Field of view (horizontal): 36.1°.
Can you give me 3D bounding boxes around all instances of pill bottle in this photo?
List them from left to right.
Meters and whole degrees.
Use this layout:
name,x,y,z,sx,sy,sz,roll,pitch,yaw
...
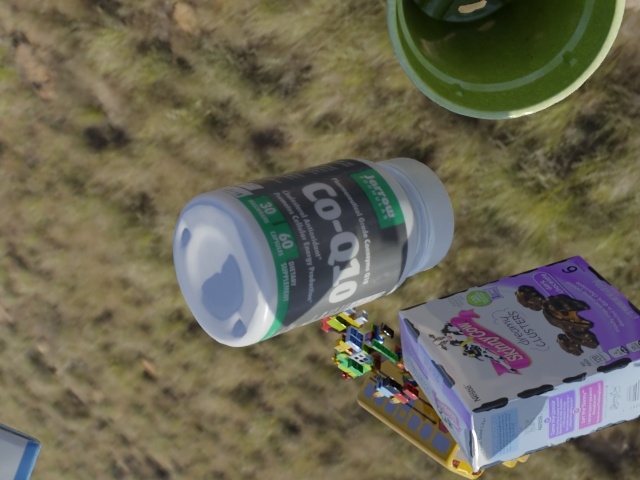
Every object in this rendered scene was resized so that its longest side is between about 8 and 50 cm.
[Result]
name,x,y,z,sx,sy,sz,roll,pitch,yaw
pill bottle,0.000,0.000,1.336,0.204,0.361,0.204,21,119,44

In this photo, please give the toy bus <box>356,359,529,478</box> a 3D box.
name,x,y,z,sx,sy,sz,roll,pitch,yaw
toy bus,0.215,0.313,1.740,0.108,0.130,0.332,32,178,-39

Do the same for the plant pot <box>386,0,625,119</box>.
name,x,y,z,sx,sy,sz,roll,pitch,yaw
plant pot,0.204,-0.325,1.224,0.254,0.276,0.276,-97,-17,-62

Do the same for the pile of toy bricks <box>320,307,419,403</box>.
name,x,y,z,sx,sy,sz,roll,pitch,yaw
pile of toy bricks,0.073,0.206,1.678,0.105,0.118,0.212,-28,126,35

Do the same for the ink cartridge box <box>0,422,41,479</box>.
name,x,y,z,sx,sy,sz,roll,pitch,yaw
ink cartridge box,-0.343,0.250,0.706,0.129,0.223,0.307,27,147,-24

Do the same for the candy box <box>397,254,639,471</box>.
name,x,y,z,sx,sy,sz,roll,pitch,yaw
candy box,0.191,0.105,0.890,0.165,0.196,0.070,-124,21,-56
